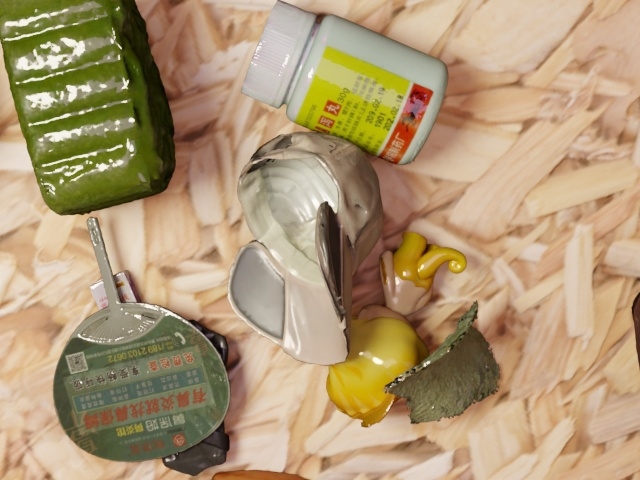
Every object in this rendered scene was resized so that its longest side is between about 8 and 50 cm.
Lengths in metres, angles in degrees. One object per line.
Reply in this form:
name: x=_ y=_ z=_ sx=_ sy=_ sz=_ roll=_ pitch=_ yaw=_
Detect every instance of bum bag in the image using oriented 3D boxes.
bum bag: x=-0.154 y=0.197 z=1.275 sx=0.087 sy=0.049 sz=0.198 roll=2 pitch=93 yaw=20

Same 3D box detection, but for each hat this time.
hat: x=-0.001 y=0.008 z=1.195 sx=0.161 sy=0.232 sz=0.275 roll=-1 pitch=76 yaw=-28

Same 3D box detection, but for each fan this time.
fan: x=-0.255 y=0.150 z=1.248 sx=0.223 sy=0.012 sz=0.294 roll=-43 pitch=90 yaw=11

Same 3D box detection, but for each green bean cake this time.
green bean cake: x=-0.256 y=-0.162 z=1.150 sx=0.156 sy=0.247 sz=0.250 roll=-16 pitch=94 yaw=-4

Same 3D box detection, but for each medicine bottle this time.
medicine bottle: x=0.030 y=-0.191 z=1.224 sx=0.225 sy=0.139 sz=0.139 roll=22 pitch=91 yaw=-5

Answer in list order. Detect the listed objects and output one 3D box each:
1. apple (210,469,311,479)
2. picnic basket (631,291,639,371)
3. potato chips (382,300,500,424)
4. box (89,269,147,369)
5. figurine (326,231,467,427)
apple: x=-0.035 y=0.456 z=1.229 sx=0.308 sy=0.314 sz=0.252 roll=18 pitch=134 yaw=1
picnic basket: x=0.497 y=0.171 z=1.277 sx=0.222 sy=0.129 sz=0.297 roll=-15 pitch=92 yaw=-2
potato chips: x=0.160 y=0.152 z=1.222 sx=0.059 sy=0.228 sz=0.167 roll=24 pitch=76 yaw=29
box: x=-0.242 y=0.099 z=1.267 sx=0.050 sy=0.036 sz=0.117 roll=-25 pitch=94 yaw=-1
figurine: x=0.087 y=0.111 z=1.257 sx=0.156 sy=0.131 sz=0.247 roll=26 pitch=80 yaw=-30
